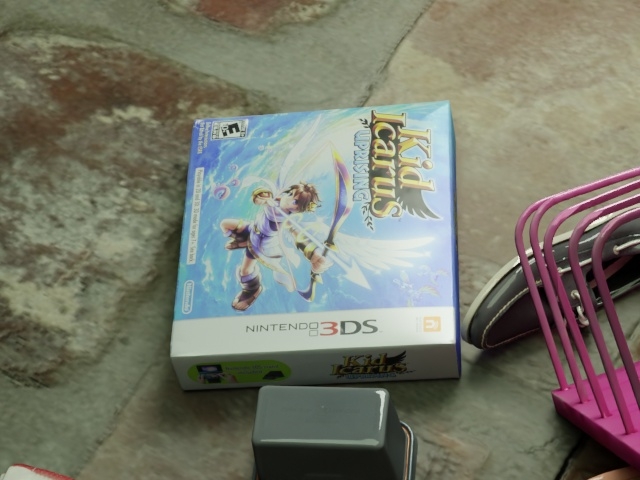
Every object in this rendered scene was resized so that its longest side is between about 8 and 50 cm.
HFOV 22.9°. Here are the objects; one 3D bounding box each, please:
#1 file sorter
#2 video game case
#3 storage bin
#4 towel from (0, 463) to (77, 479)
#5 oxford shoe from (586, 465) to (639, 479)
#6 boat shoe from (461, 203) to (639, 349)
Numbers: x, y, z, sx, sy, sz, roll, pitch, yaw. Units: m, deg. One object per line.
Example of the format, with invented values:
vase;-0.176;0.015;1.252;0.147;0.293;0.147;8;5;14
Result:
file sorter;0.274;0.035;1.161;0.202;0.290;0.182;-19;95;-3
video game case;0.000;0.000;1.406;0.244;0.061;0.270;-3;54;7
storage bin;0.004;0.167;1.266;0.135;0.091;0.098;0;55;11
towel;-0.209;0.340;1.215;0.237;0.037;0.329;13;58;18
oxford shoe;0.249;0.243;1.144;0.397;0.140;0.146;-27;61;-7
boat shoe;0.213;0.038;1.333;0.206;0.075;0.065;-30;52;-18
